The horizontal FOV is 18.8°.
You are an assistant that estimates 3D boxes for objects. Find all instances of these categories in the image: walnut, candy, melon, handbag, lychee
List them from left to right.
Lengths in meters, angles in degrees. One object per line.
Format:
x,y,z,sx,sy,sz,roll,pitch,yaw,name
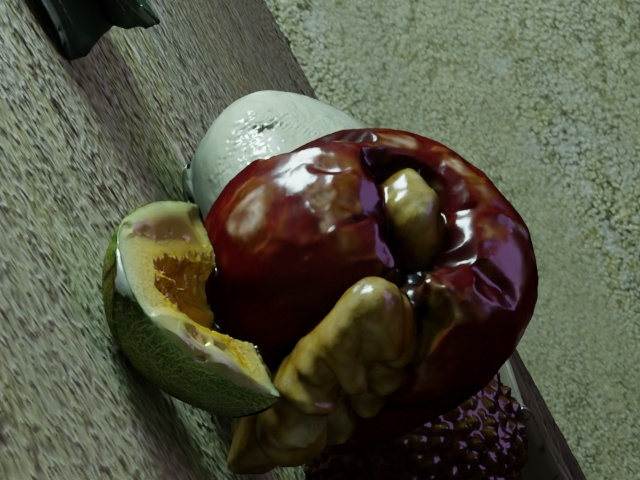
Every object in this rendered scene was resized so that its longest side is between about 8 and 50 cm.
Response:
-0.230,-0.291,1.588,0.247,0.079,0.260,61,4,-24,handbag
-0.102,0.048,1.231,0.128,0.079,0.160,24,35,-49,melon
0.000,0.000,1.692,0.295,0.185,0.295,59,2,-3,candy
0.013,0.057,1.337,0.222,0.269,0.244,22,54,-11,walnut
0.076,0.166,1.547,0.188,0.188,0.188,60,7,-12,lychee

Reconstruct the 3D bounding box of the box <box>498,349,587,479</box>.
0.149,0.235,1.836,0.297,0.190,0.225,57,9,-29,box
